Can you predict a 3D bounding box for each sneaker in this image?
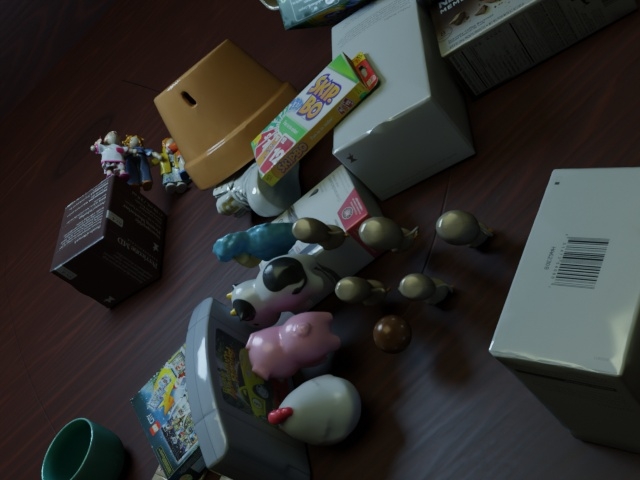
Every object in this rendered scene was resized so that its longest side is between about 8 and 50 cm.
[{"bbox_3d":[-0.130,-0.084,1.445,0.169,0.108,0.292,-38,17,18],"label":"sneaker"}]

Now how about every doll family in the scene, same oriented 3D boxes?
[{"bbox_3d":[-0.401,-0.187,1.773,0.118,0.262,0.163,108,153,-53],"label":"doll family"}]

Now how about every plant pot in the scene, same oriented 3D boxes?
[{"bbox_3d":[-0.200,-0.273,1.546,0.291,0.203,0.291,-35,17,13],"label":"plant pot"}]

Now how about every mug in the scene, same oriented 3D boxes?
[{"bbox_3d":[-0.417,0.404,1.327,0.129,0.097,0.158,14,69,49],"label":"mug"}]

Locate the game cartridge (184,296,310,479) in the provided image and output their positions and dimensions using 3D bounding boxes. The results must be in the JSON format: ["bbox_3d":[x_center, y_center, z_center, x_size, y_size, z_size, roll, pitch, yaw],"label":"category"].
[{"bbox_3d":[-0.113,0.222,1.108,0.060,0.196,0.294,-41,38,21],"label":"game cartridge"}]

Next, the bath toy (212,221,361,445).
[{"bbox_3d":[-0.057,0.140,1.108,0.151,0.129,0.348,-55,47,45],"label":"bath toy"}]

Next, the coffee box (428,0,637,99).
[{"bbox_3d":[0.344,-0.391,1.260,0.297,0.119,0.168,-27,43,25],"label":"coffee box"}]

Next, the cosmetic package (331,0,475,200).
[{"bbox_3d":[0.135,-0.276,1.335,0.197,0.155,0.366,-26,44,28],"label":"cosmetic package"}]

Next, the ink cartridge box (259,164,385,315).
[{"bbox_3d":[0.000,0.000,1.279,0.218,0.092,0.159,-40,38,14],"label":"ink cartridge box"}]

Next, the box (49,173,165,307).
[{"bbox_3d":[-0.463,0.002,1.665,0.167,0.168,0.203,-30,42,22],"label":"box"}]

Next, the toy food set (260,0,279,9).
[{"bbox_3d":[0.027,-0.622,1.710,0.306,0.092,0.219,-9,19,41],"label":"toy food set"}]

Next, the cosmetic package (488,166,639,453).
[{"bbox_3d":[0.316,0.078,0.790,0.138,0.224,0.224,4,61,43],"label":"cosmetic package"}]

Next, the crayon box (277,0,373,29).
[{"bbox_3d":[0.092,-0.509,1.536,0.203,0.083,0.323,-10,10,43],"label":"crayon box"}]

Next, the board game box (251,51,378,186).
[{"bbox_3d":[-0.015,-0.218,1.298,0.259,0.039,0.124,-40,36,16],"label":"board game box"}]

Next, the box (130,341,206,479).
[{"bbox_3d":[-0.225,0.285,1.277,0.159,0.044,0.233,-47,36,-3],"label":"box"}]

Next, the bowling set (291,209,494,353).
[{"bbox_3d":[0.100,0.059,1.093,0.287,0.154,0.200,2,86,22],"label":"bowling set"}]

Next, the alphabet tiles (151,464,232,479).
[{"bbox_3d":[-0.226,0.431,1.190,0.198,0.009,0.237,4,60,46],"label":"alphabet tiles"}]
